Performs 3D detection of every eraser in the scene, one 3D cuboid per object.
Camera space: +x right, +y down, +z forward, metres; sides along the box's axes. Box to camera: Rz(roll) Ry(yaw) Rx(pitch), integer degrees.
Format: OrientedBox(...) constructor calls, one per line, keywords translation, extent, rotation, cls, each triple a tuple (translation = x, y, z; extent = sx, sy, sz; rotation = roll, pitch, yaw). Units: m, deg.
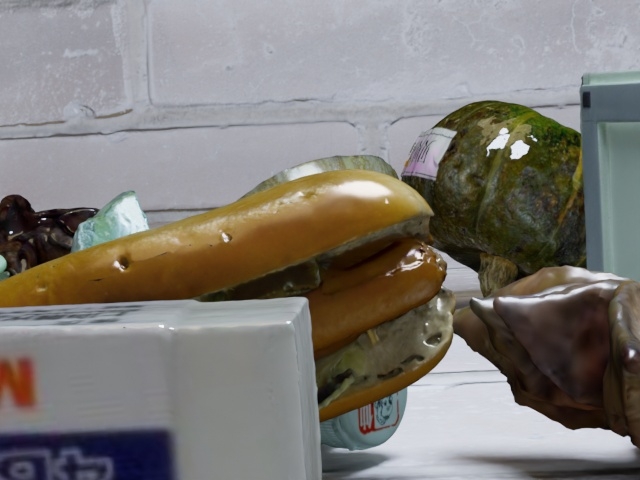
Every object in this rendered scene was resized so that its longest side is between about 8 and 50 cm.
OrientedBox(translation=(-0.140, 0.094, 0.642), extent=(0.278, 0.124, 0.081), rotation=(-3, 5, 6), cls="eraser")

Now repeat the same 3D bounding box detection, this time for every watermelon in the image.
OrientedBox(translation=(-0.205, 0.049, 1.317), extent=(0.094, 0.154, 0.241), rotation=(-5, -8, -20), cls="watermelon")

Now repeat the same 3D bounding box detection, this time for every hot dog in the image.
OrientedBox(translation=(-0.091, 0.065, 0.754), extent=(0.337, 0.135, 0.100), rotation=(-17, 26, -7), cls="hot dog")

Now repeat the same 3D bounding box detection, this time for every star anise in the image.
OrientedBox(translation=(-0.369, -0.001, 1.784), extent=(0.272, 0.103, 0.272), rotation=(-21, 13, 5), cls="star anise")
OrientedBox(translation=(0.199, 0.074, 0.741), extent=(0.292, 0.109, 0.349), rotation=(1, 4, -41), cls="star anise")

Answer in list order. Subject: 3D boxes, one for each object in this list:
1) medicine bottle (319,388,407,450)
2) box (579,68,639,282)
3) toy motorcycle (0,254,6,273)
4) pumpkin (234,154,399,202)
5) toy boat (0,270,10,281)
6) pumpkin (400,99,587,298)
OrientedBox(translation=(-0.054, 0.087, 0.912), extent=(0.228, 0.083, 0.121), rotation=(-1, 8, 40), cls="medicine bottle")
OrientedBox(translation=(0.296, -0.022, 1.117), extent=(0.117, 0.225, 0.225), rotation=(-5, 5, -17), cls="box")
OrientedBox(translation=(-0.394, 0.022, 1.255), extent=(0.125, 0.196, 0.331), rotation=(-3, 6, 13), cls="toy motorcycle")
OrientedBox(translation=(0.001, 0.016, 1.456), extent=(0.217, 0.217, 0.110), rotation=(-6, 45, -26), cls="pumpkin")
OrientedBox(translation=(-0.402, 0.056, 1.639), extent=(0.293, 0.055, 0.093), rotation=(-1, 15, 16), cls="toy boat")
OrientedBox(translation=(0.194, -0.018, 1.416), extent=(0.260, 0.189, 0.260), rotation=(23, -2, 1), cls="pumpkin")
